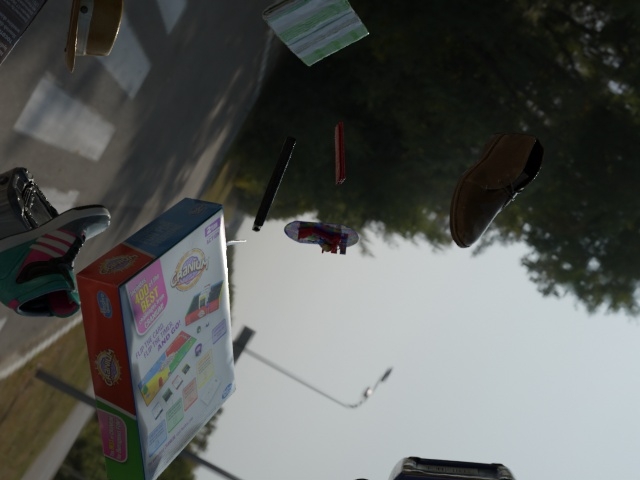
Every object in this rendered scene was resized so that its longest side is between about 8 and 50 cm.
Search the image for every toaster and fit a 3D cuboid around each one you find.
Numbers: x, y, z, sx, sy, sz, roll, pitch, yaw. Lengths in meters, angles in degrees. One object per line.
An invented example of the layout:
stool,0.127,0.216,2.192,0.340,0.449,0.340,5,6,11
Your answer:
toaster,-0.649,-0.040,1.867,0.146,0.227,0.129,-14,-137,11

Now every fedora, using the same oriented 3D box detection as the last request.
fedora,-0.374,-0.370,1.468,0.194,0.079,0.194,-172,-90,-70

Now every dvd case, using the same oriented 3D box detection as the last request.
dvd case,-0.097,-0.107,1.779,0.253,0.022,0.180,159,-47,-84

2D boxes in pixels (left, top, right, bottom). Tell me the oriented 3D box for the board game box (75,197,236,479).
board game box,-0.207,0.134,1.187,0.242,0.064,0.316,-44,140,-54

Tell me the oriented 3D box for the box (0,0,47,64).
box,-0.594,-0.286,1.306,0.381,0.191,0.143,-57,154,-11

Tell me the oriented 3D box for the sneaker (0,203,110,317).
sneaker,-0.492,0.052,1.684,0.295,0.178,0.124,-30,169,-39

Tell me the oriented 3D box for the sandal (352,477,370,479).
sandal,0.113,0.478,1.561,0.090,0.219,0.060,-29,-147,26

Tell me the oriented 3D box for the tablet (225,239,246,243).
tablet,-0.158,0.005,1.420,0.083,0.054,0.006,-7,86,-73

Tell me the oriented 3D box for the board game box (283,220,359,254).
board game box,0.000,0.000,1.957,0.133,0.169,0.033,80,16,-68

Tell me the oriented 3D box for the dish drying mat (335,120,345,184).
dish drying mat,0.026,-0.120,1.220,0.032,0.008,0.083,130,-41,-71

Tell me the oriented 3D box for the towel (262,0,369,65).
towel,-0.006,-0.315,1.274,0.113,0.023,0.152,-24,156,16

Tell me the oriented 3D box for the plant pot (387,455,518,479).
plant pot,0.193,0.439,1.297,0.236,0.236,0.212,32,62,-81

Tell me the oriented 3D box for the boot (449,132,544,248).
boot,0.369,-0.113,1.853,0.115,0.112,0.305,3,-126,47
